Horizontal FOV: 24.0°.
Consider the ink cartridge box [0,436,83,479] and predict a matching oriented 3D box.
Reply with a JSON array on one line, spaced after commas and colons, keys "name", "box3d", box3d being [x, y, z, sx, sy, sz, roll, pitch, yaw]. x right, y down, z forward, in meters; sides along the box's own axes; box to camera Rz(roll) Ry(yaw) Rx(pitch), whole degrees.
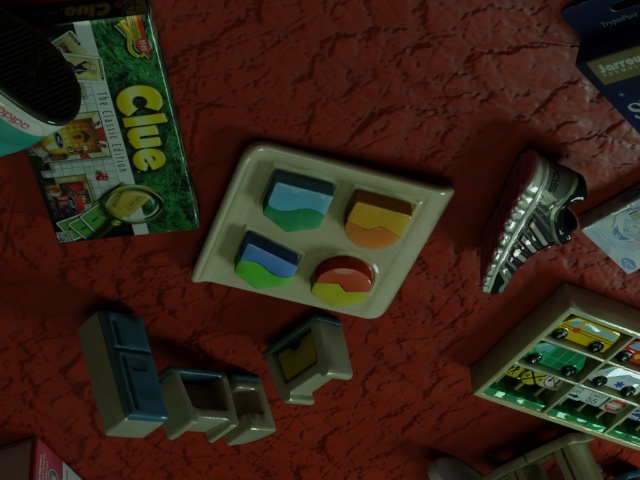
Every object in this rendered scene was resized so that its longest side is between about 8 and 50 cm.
[{"name": "ink cartridge box", "box3d": [-0.300, 0.360, 1.690, 0.100, 0.172, 0.237, -19, 136, 15]}]

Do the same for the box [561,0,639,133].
[{"name": "box", "box3d": [0.312, -0.131, 1.262, 0.136, 0.036, 0.225, -14, 137, 43]}]

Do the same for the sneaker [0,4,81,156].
[{"name": "sneaker", "box3d": [-0.348, -0.155, 1.163, 0.178, 0.124, 0.295, -31, 119, 33]}]

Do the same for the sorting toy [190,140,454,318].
[{"name": "sorting toy", "box3d": [0.000, 0.000, 1.417, 0.208, 0.038, 0.193, 11, 136, -16]}]

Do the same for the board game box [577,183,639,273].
[{"name": "board game box", "box3d": [0.308, -0.015, 1.441, 0.090, 0.020, 0.090, -31, 132, 26]}]

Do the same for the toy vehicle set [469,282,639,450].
[{"name": "toy vehicle set", "box3d": [0.315, 0.143, 1.605, 0.267, 0.035, 0.166, 20, 133, -25]}]

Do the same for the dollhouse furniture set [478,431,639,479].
[{"name": "dollhouse furniture set", "box3d": [0.295, 0.303, 1.744, 0.129, 0.129, 0.183, -30, 162, 27]}]

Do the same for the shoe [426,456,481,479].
[{"name": "shoe", "box3d": [0.165, 0.314, 1.760, 0.081, 0.063, 0.178, -38, 133, 25]}]

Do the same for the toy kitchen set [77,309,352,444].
[{"name": "toy kitchen set", "box3d": [-0.102, 0.110, 1.501, 0.166, 0.122, 0.207, -37, 149, 31]}]

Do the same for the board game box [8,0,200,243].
[{"name": "board game box", "box3d": [-0.190, -0.098, 1.301, 0.136, 0.030, 0.260, -8, 138, 1]}]

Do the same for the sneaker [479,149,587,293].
[{"name": "sneaker", "box3d": [0.199, -0.009, 1.406, 0.074, 0.063, 0.170, 12, 131, -9]}]
